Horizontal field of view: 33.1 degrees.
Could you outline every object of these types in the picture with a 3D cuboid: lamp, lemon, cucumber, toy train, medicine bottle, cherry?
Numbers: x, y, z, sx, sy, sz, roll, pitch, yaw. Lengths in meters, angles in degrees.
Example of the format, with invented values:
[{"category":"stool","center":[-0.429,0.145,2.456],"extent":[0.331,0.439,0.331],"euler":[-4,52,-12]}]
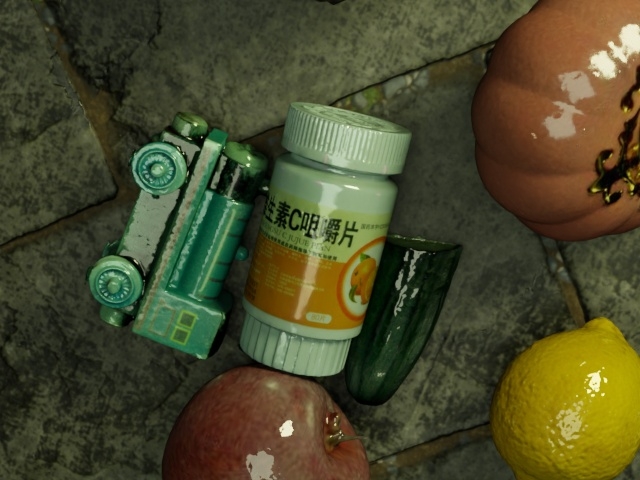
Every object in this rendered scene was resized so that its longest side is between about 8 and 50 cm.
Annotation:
[{"category":"lamp","center":[0.296,-0.151,1.212],"extent":[0.240,0.305,0.305],"euler":[35,111,47]},{"category":"lemon","center":[0.306,0.207,1.319],"extent":[0.187,0.187,0.244],"euler":[29,88,2]},{"category":"cucumber","center":[0.094,0.110,1.395],"extent":[0.115,0.063,0.243],"euler":[17,106,6]},{"category":"toy train","center":[-0.175,-0.007,1.388],"extent":[0.194,0.120,0.298],"euler":[22,105,-4]},{"category":"medicine bottle","center":[0.000,0.000,1.335],"extent":[0.158,0.158,0.318],"euler":[15,105,6]},{"category":"cherry","center":[-0.077,0.284,1.376],"extent":[0.307,0.221,0.261],"euler":[-18,121,32]}]

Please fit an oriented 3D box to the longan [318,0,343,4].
[{"category":"longan","center":[0.039,-0.416,1.167],"extent":[0.319,0.319,0.318],"euler":[2,102,9]}]
